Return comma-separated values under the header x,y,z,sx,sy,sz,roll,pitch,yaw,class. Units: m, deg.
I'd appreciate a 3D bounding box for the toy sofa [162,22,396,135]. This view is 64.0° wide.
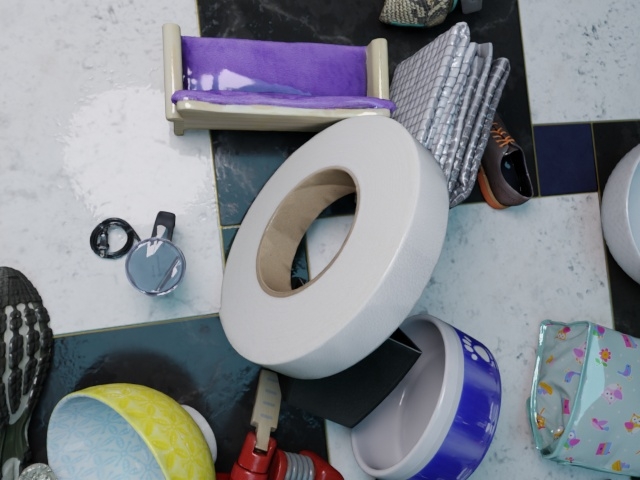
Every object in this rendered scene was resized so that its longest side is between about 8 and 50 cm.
x,y,z,sx,sy,sz,roll,pitch,yaw,class
-0.065,-0.257,0.830,0.362,0.177,0.150,-2,89,-14,toy sofa

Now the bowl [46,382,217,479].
x,y,z,sx,sy,sz,roll,pitch,yaw,class
-0.247,0.330,0.753,0.156,0.289,0.290,-17,93,-56,bowl

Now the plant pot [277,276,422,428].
x,y,z,sx,sy,sz,roll,pitch,yaw,class
0.022,0.189,0.844,0.187,0.188,0.167,26,95,-13,plant pot

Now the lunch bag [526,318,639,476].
x,y,z,sx,sy,sz,roll,pitch,yaw,class
0.528,0.304,0.978,0.223,0.160,0.262,17,78,-15,lunch bag

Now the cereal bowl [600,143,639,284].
x,y,z,sx,sy,sz,roll,pitch,yaw,class
0.714,-0.047,1.042,0.338,0.141,0.339,1,85,-11,cereal bowl

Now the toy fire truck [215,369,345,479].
x,y,z,sx,sy,sz,roll,pitch,yaw,class
-0.061,0.360,0.834,0.217,0.158,0.246,24,81,-30,toy fire truck

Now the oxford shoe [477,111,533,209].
x,y,z,sx,sy,sz,roll,pitch,yaw,class
0.332,-0.193,0.972,0.096,0.098,0.271,-28,95,-14,oxford shoe

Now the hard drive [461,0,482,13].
x,y,z,sx,sy,sz,roll,pitch,yaw,class
0.250,-0.584,0.899,0.040,0.203,0.308,-5,100,18,hard drive

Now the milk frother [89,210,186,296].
x,y,z,sx,sy,sz,roll,pitch,yaw,class
-0.282,0.021,0.783,0.143,0.135,0.129,-8,89,-15,milk frother

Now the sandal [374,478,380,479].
x,y,z,sx,sy,sz,roll,pitch,yaw,class
0.170,0.426,0.943,0.179,0.040,0.067,-12,97,-29,sandal

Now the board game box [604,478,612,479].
x,y,z,sx,sy,sz,roll,pitch,yaw,class
0.537,0.621,1.027,0.165,0.042,0.243,-3,89,-15,board game box

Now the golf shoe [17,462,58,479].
x,y,z,sx,sy,sz,roll,pitch,yaw,class
-0.422,0.407,0.755,0.069,0.086,0.176,-3,95,-35,golf shoe

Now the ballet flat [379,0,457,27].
x,y,z,sx,sy,sz,roll,pitch,yaw,class
0.132,-0.626,0.913,0.182,0.164,0.483,-6,93,-5,ballet flat

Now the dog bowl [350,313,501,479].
x,y,z,sx,sy,sz,roll,pitch,yaw,class
0.161,0.259,0.826,0.104,0.265,0.265,27,81,-15,dog bowl

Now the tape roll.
x,y,z,sx,sy,sz,roll,pitch,yaw,class
0.000,0.000,0.734,0.072,0.392,0.392,34,79,-34,tape roll

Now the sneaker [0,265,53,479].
x,y,z,sx,sy,sz,roll,pitch,yaw,class
-0.513,0.236,0.719,0.182,0.158,0.411,6,82,-2,sneaker

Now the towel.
x,y,z,sx,sy,sz,roll,pitch,yaw,class
0.180,-0.183,0.863,0.121,0.235,0.284,20,84,-17,towel
